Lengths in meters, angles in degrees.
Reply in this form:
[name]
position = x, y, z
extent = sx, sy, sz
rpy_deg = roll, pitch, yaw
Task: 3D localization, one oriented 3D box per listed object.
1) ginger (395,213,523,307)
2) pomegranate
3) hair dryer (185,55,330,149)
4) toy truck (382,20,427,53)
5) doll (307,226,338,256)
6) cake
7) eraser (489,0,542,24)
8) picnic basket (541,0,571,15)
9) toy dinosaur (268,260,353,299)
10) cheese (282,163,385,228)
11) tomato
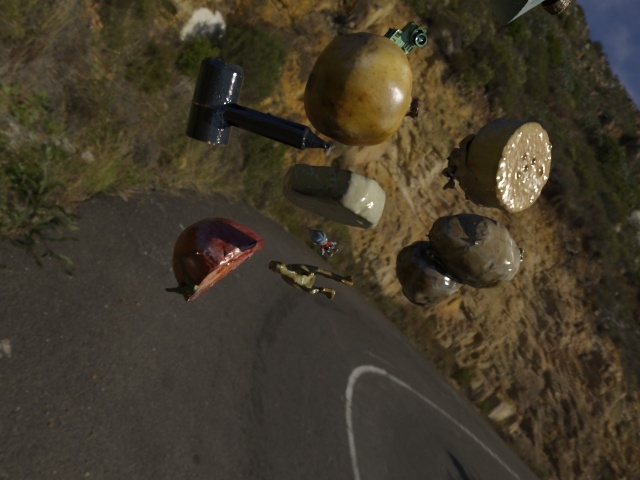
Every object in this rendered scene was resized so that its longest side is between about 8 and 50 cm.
[ginger]
position = 0.290, 0.056, 1.201
extent = 0.244, 0.304, 0.155
rpy_deg = 26, 48, -38
[pomegranate]
position = 0.096, -0.381, 1.336
extent = 0.307, 0.307, 0.307
rpy_deg = 50, 3, -4
[hair dryer]
position = -0.130, -0.281, 1.165
extent = 0.352, 0.189, 0.107
rpy_deg = 20, 15, 16
[toy truck]
position = 0.249, -0.683, 1.858
extent = 0.135, 0.259, 0.128
rpy_deg = 47, 5, -24
[doll]
position = 0.000, 0.000, 1.526
extent = 0.114, 0.057, 0.039
rpy_deg = 45, -5, 11
[cake]
position = 0.595, -0.274, 1.844
extent = 0.321, 0.332, 0.332
rpy_deg = 21, -21, 49
[eraser]
position = 0.480, -0.561, 1.078
extent = 0.081, 0.227, 0.174
rpy_deg = 58, -2, -2
[picnic basket]
position = 0.584, -0.619, 1.312
extent = 0.083, 0.072, 0.072
rpy_deg = 33, 12, -30
[toy dinosaur]
position = -0.034, 0.045, 0.708
extent = 0.126, 0.039, 0.162
rpy_deg = 20, -6, -25
[cheese]
position = 0.042, -0.135, 1.535
extent = 0.318, 0.115, 0.326
rpy_deg = 21, -9, -7
[tomato]
position = -0.308, 0.023, 1.467
extent = 0.170, 0.309, 0.309
rpy_deg = 52, 3, -1
